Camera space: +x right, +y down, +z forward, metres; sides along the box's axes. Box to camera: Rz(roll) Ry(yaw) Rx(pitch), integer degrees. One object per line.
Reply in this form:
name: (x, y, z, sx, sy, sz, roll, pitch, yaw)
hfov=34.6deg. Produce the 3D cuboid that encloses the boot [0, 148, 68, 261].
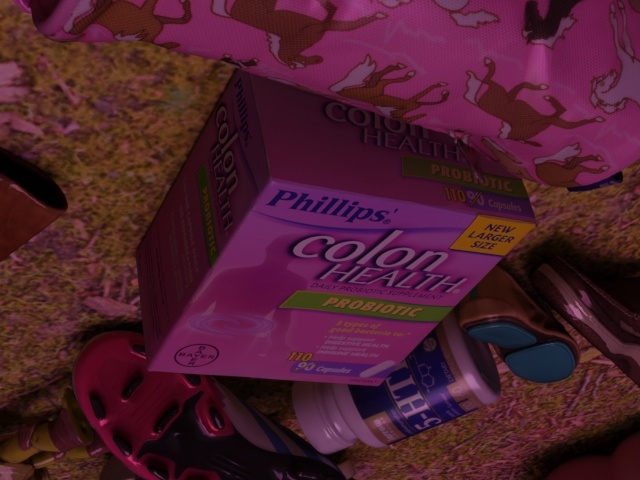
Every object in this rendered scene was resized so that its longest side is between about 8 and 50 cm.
boot: (-0.360, 0.015, 0.714, 0.280, 0.096, 0.264, -37, 138, 29)

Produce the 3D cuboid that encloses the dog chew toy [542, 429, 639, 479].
dog chew toy: (0.445, 0.345, 1.361, 0.332, 0.206, 0.206, -36, 140, 17)

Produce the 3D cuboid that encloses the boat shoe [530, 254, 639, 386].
boat shoe: (0.300, 0.065, 1.024, 0.095, 0.095, 0.257, -48, 136, 6)

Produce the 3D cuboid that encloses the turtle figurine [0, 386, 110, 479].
turtle figurine: (-0.318, 0.210, 1.007, 0.217, 0.087, 0.269, -22, 144, 12)

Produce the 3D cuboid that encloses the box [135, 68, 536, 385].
box: (0.000, 0.000, 0.791, 0.213, 0.117, 0.243, 8, 139, -28)

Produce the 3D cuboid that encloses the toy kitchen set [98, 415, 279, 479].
toy kitchen set: (-0.128, 0.315, 1.146, 0.207, 0.166, 0.122, -12, 144, -1)

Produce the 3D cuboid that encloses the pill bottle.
pill bottle: (0.072, 0.140, 1.016, 0.187, 0.112, 0.112, -26, 143, 18)

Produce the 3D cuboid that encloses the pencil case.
pencil case: (0.031, -0.140, 0.576, 0.386, 0.160, 0.167, 14, 98, -33)

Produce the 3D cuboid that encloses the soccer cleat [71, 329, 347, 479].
soccer cleat: (-0.114, 0.198, 1.017, 0.331, 0.143, 0.116, 39, 80, -22)

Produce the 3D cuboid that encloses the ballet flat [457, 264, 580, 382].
ballet flat: (0.199, 0.079, 1.007, 0.080, 0.073, 0.232, -15, 153, 23)

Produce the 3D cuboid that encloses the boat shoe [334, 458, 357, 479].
boat shoe: (-0.068, 0.385, 1.301, 0.324, 0.096, 0.116, -35, 170, 26)
